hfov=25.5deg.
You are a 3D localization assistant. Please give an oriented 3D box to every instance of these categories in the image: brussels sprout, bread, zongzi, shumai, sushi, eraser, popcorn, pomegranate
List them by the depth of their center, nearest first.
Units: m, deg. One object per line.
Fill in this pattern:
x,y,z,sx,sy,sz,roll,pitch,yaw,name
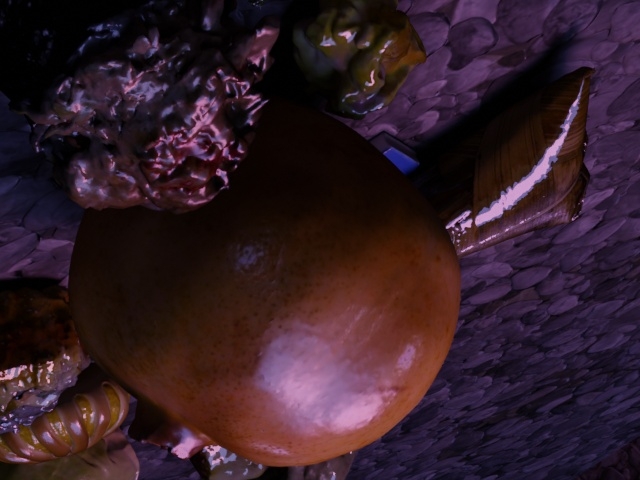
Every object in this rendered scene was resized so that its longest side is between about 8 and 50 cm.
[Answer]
-0.162,-0.139,1.218,0.225,0.219,0.238,-17,156,-21,sushi
0.036,-0.189,1.413,0.126,0.126,0.145,-35,151,-40,popcorn
-0.065,0.056,1.460,0.416,0.417,0.417,-18,155,-9,pomegranate
-0.411,0.153,1.697,0.274,0.139,0.184,-11,153,-27,sushi
0.202,-0.089,1.723,0.286,0.134,0.288,-22,156,-12,zongzi
0.077,-0.096,1.735,0.063,0.027,0.084,-33,154,20,eraser
-0.355,0.235,1.878,0.213,0.105,0.213,-13,-172,2,bread
-0.387,0.363,2.062,0.244,0.244,0.244,-18,155,-9,brussels sprout
-0.082,0.283,2.252,0.263,0.304,0.309,22,144,-9,shumai

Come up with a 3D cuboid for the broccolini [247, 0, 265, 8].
-0.019,-0.267,1.314,0.140,0.030,0.035,-38,160,22,broccolini
